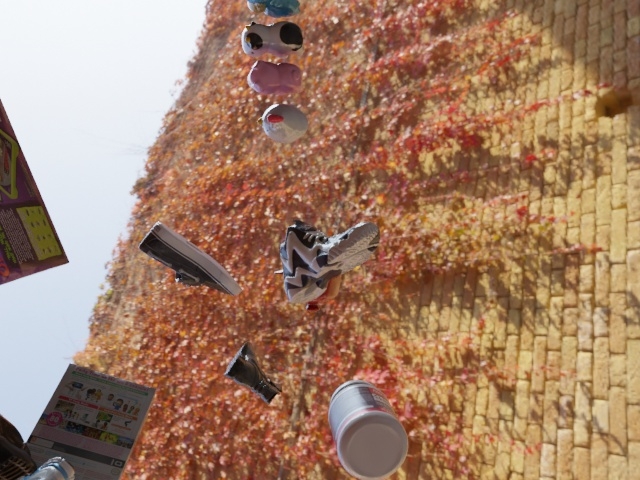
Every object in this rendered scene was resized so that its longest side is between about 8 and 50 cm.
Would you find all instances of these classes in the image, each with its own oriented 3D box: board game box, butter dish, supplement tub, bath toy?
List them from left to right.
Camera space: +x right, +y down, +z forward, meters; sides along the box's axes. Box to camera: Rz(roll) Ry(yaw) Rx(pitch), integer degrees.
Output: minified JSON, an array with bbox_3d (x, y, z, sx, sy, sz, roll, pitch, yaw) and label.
[{"bbox_3d":[-0.522,-0.103,0.801,0.056,0.208,0.346,-20,-84,-2],"label":"board game box"},{"bbox_3d":[-0.550,0.468,1.209,0.224,0.097,0.303,20,-131,-6],"label":"board game box"},{"bbox_3d":[-0.114,-0.409,1.239,0.129,0.151,0.348,-13,-81,-69],"label":"bath toy"},{"bbox_3d":[-0.020,0.123,1.315,0.160,0.160,0.118,-4,-86,-69],"label":"butter dish"},{"bbox_3d":[0.125,0.527,1.470,0.191,0.272,0.191,-1,-83,-6],"label":"supplement tub"}]

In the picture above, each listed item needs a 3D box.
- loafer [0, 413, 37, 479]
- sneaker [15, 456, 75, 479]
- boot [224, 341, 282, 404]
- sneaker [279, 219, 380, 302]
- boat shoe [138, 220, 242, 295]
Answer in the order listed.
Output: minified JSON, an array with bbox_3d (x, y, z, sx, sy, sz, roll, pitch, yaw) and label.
[{"bbox_3d":[-0.676,0.350,0.967,0.134,0.130,0.366,-29,-47,-23],"label":"loafer"},{"bbox_3d":[-0.541,0.470,0.942,0.071,0.191,0.083,49,-162,-1],"label":"sneaker"},{"bbox_3d":[-0.183,0.385,1.476,0.161,0.246,0.083,37,-88,-3],"label":"boot"},{"bbox_3d":[0.000,0.000,0.989,0.094,0.235,0.153,1,-126,-43],"label":"sneaker"},{"bbox_3d":[-0.345,0.076,1.385,0.102,0.108,0.301,-50,-58,-2],"label":"boat shoe"}]
